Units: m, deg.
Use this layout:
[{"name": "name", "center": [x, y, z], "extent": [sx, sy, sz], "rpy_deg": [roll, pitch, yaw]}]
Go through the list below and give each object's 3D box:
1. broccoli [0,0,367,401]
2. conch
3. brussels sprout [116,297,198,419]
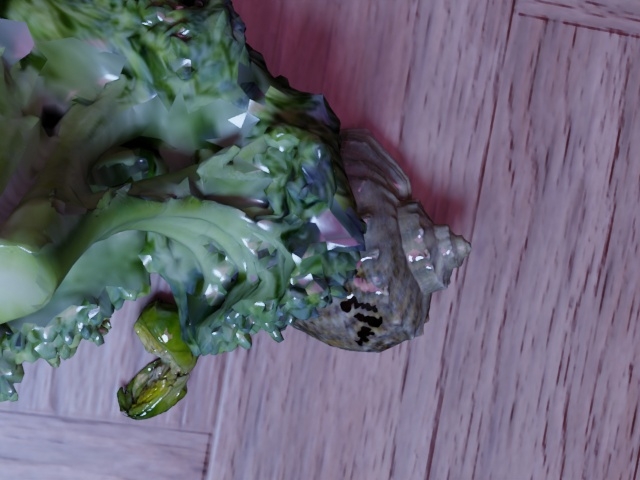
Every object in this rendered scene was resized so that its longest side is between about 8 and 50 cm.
[{"name": "broccoli", "center": [-0.164, -0.014, 0.838], "extent": [0.375, 0.302, 0.249], "rpy_deg": [19, 138, -5]}, {"name": "conch", "center": [0.000, 0.000, 0.976], "extent": [0.207, 0.130, 0.155], "rpy_deg": [-3, 64, 9]}, {"name": "brussels sprout", "center": [-0.109, 0.083, 0.979], "extent": [0.051, 0.046, 0.083], "rpy_deg": [11, 105, -18]}]
